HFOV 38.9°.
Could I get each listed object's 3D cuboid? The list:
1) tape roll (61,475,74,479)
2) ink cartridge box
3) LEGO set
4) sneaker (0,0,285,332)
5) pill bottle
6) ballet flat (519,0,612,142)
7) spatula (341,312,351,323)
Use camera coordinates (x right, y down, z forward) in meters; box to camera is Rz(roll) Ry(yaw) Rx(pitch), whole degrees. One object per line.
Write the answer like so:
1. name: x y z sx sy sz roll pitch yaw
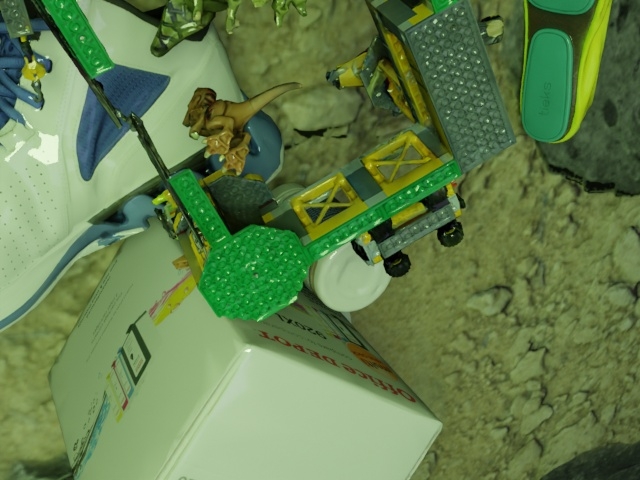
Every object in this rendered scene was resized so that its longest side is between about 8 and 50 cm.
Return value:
1. tape roll: -0.134 0.377 0.770 0.392 0.072 0.392 -1 92 -25
2. ink cartridge box: -0.066 0.113 0.646 0.171 0.232 0.168 27 100 -32
3. LEGO set: -0.044 -0.140 0.490 0.255 0.192 0.331 -36 128 3
4. sneaker: -0.182 -0.073 0.566 0.315 0.127 0.182 -31 124 -22
5. pill bottle: 0.000 0.000 0.707 0.067 0.120 0.067 -15 122 -24
6. ballet flat: 0.214 -0.195 0.772 0.077 0.077 0.231 -32 134 -40
7. spatula: -0.046 0.154 0.831 0.168 0.019 0.242 -18 123 -23
